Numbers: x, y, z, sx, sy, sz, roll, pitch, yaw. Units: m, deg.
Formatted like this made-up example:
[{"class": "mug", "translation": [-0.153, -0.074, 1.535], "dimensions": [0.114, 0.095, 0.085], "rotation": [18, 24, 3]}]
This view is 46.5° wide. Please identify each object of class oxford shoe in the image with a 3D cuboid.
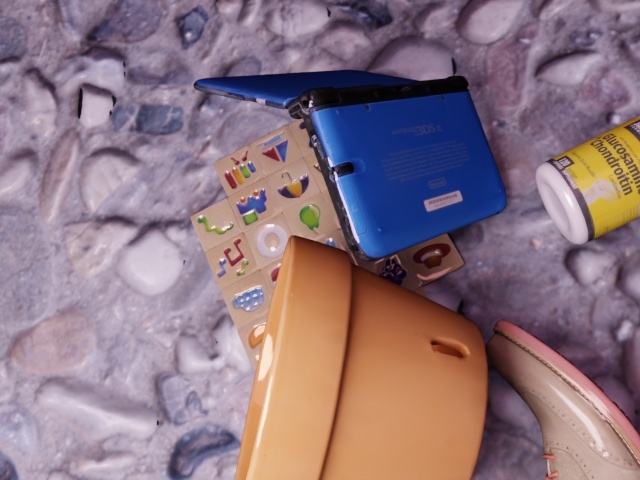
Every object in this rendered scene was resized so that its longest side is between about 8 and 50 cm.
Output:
[{"class": "oxford shoe", "translation": [0.266, 0.234, 0.740], "dimensions": [0.130, 0.123, 0.348], "rotation": [-40, 66, 4]}]

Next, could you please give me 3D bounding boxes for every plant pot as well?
[{"class": "plant pot", "translation": [0.037, 0.155, 0.746], "dimensions": [0.203, 0.291, 0.291], "rotation": [11, 73, -5]}]

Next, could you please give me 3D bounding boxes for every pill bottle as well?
[{"class": "pill bottle", "translation": [0.346, -0.078, 0.836], "dimensions": [0.184, 0.103, 0.103], "rotation": [-27, 68, 3]}]

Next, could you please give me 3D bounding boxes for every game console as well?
[{"class": "game console", "translation": [0.043, -0.106, 0.854], "dimensions": [0.173, 0.293, 0.250], "rotation": [-21, 88, 44]}]

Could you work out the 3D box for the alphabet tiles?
[{"class": "alphabet tiles", "translation": [0.000, 0.000, 0.941], "dimensions": [0.285, 0.011, 0.343], "rotation": [-27, 67, 2]}]
